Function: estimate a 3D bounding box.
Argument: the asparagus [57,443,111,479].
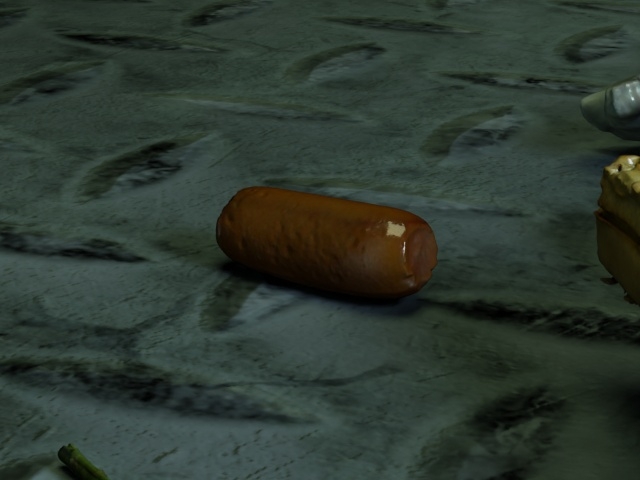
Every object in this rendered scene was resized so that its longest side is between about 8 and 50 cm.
[{"bbox_3d":[-0.124,0.145,1.121,0.014,0.015,0.114,31,-3,-41],"label":"asparagus"}]

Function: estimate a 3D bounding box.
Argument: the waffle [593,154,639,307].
[{"bbox_3d":[0.357,0.006,1.206,0.327,0.098,0.224,0,17,-10],"label":"waffle"}]

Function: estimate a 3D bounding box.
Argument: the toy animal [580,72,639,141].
[{"bbox_3d":[0.426,-0.125,1.829,0.308,0.188,0.266,-28,11,-37],"label":"toy animal"}]

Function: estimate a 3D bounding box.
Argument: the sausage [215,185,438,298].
[{"bbox_3d":[0.000,0.000,1.487,0.197,0.076,0.076,12,21,35],"label":"sausage"}]
